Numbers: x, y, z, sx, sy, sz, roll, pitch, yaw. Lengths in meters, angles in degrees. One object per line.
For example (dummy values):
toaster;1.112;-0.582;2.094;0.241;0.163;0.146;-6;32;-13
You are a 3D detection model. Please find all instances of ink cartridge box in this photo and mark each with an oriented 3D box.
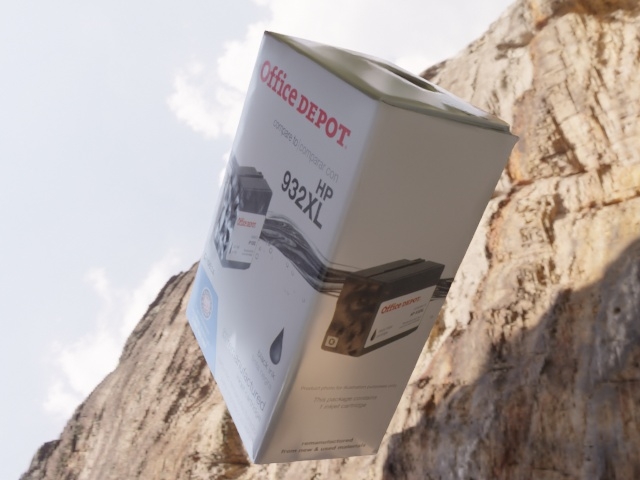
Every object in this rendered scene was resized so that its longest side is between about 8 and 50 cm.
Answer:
ink cartridge box;0.000;0.000;0.560;0.129;0.223;0.307;6;-65;-30
